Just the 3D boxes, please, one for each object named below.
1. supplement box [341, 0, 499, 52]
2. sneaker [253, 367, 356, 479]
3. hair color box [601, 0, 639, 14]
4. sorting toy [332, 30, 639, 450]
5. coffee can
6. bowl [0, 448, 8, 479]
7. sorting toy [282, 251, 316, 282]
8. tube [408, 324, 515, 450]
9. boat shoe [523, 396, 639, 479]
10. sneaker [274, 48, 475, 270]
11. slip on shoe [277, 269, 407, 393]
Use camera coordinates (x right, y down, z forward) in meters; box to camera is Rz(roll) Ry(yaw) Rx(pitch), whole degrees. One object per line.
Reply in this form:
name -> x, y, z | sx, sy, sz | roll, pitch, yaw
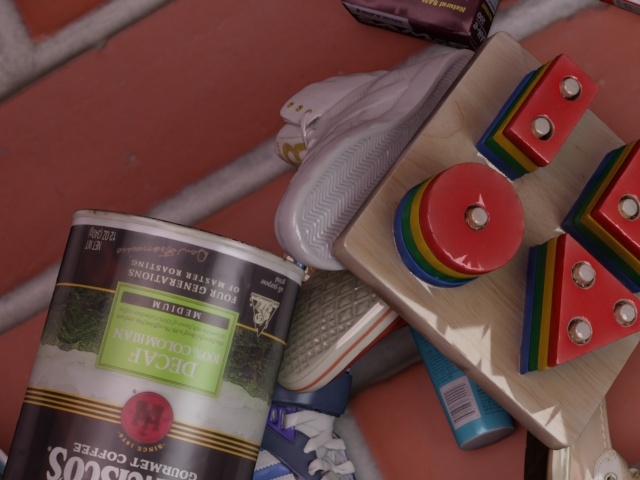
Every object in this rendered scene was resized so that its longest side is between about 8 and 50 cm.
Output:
supplement box -> 0.121, -0.305, 1.694 | 0.130, 0.073, 0.239 | 18, 85, 18
sneaker -> -0.004, 0.180, 1.613 | 0.322, 0.130, 0.236 | 34, 95, 23
hair color box -> 0.307, -0.274, 1.653 | 0.072, 0.043, 0.141 | 24, 88, 18
sorting toy -> 0.186, -0.009, 1.502 | 0.257, 0.089, 0.255 | 42, 65, -10
coffee can -> -0.142, 0.133, 1.498 | 0.201, 0.201, 0.275 | 11, 81, 17
bowl -> -0.357, 0.314, 1.670 | 0.311, 0.163, 0.312 | -2, 80, 14
sorting toy -> 0.000, 0.000, 1.705 | 0.062, 0.012, 0.083 | 20, 87, 18
tube -> 0.115, 0.083, 1.644 | 0.080, 0.052, 0.207 | -19, 71, 2
boat shoe -> 0.231, 0.230, 1.561 | 0.098, 0.109, 0.302 | 4, 72, -5
sneaker -> 0.014, -0.062, 1.594 | 0.169, 0.292, 0.108 | -6, 117, 41
slip on shoe -> 0.094, 0.025, 1.587 | 0.331, 0.101, 0.123 | -41, 29, -17
